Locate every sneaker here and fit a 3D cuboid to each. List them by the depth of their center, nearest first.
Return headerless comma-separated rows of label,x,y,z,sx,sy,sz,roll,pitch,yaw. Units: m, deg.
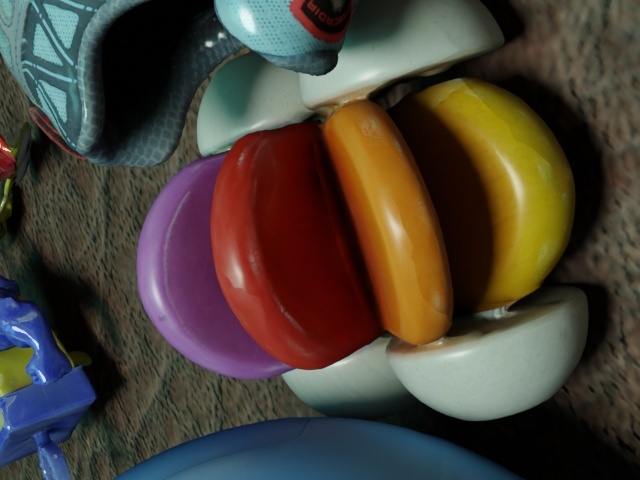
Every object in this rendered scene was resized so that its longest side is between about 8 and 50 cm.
sneaker,-0.004,-0.112,0.347,0.262,0.104,0.125,-35,68,34

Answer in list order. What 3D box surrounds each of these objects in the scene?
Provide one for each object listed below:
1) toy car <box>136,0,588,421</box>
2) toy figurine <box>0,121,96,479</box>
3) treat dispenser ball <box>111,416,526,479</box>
toy car,0.000,0.000,0.421,0.182,0.136,0.159,-14,97,56
toy figurine,-0.258,0.104,0.799,0.217,0.191,0.362,55,145,10
treat dispenser ball,-0.001,0.209,0.402,0.288,0.288,0.288,30,130,43
